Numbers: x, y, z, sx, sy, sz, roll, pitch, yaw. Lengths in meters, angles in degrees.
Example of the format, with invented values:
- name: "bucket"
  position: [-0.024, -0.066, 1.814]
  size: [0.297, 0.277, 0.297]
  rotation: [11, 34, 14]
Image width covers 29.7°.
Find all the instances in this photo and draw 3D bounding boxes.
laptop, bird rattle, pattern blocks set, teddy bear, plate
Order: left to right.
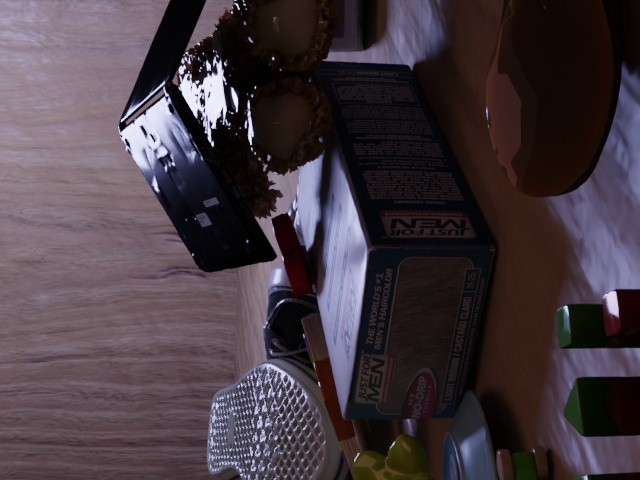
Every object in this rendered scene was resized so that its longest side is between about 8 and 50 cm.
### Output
- name: "laptop"
  position: [-0.094, -0.119, 1.110]
  size: [0.264, 0.136, 0.234]
  rotation: [60, 162, -6]
- name: "teddy bear"
  position: [-0.048, -0.147, 1.156]
  size: [0.338, 0.113, 0.245]
  rotation: [143, 122, -67]
- name: "pattern blocks set"
  position: [0.019, 0.153, 1.212]
  size: [0.285, 0.026, 0.325]
  rotation: [61, -169, -72]
- name: "bird rattle"
  position: [0.051, 0.296, 0.960]
  size: [0.207, 0.143, 0.253]
  rotation: [-128, 20, -57]
- name: "plate"
  position: [0.113, 0.209, 0.921]
  size: [0.188, 0.024, 0.188]
  rotation: [175, 90, -88]

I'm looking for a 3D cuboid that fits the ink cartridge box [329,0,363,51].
- name: "ink cartridge box"
  position: [0.034, -0.325, 1.468]
  size: [0.232, 0.066, 0.189]
  rotation: [-33, -56, -75]

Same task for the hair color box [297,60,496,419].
- name: "hair color box"
  position: [0.054, -0.014, 1.088]
  size: [0.347, 0.105, 0.174]
  rotation: [-103, 16, -57]

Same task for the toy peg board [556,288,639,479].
- name: "toy peg board"
  position: [0.157, 0.078, 0.488]
  size: [0.160, 0.079, 0.161]
  rotation: [118, 149, -74]

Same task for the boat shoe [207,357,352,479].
- name: "boat shoe"
  position: [-0.029, 0.253, 1.550]
  size: [0.500, 0.156, 0.187]
  rotation: [151, 126, -72]

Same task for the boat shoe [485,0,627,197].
- name: "boat shoe"
  position: [0.138, -0.127, 0.675]
  size: [0.073, 0.073, 0.207]
  rotation: [0, -87, -61]

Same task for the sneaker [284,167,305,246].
- name: "sneaker"
  position: [0.000, 0.000, 1.553]
  size: [0.132, 0.086, 0.229]
  rotation: [-103, 15, -46]

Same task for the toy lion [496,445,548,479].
- name: "toy lion"
  position: [0.139, 0.202, 0.806]
  size: [0.096, 0.034, 0.100]
  rotation: [87, 176, -49]

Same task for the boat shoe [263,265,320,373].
- name: "boat shoe"
  position: [-0.030, 0.125, 1.604]
  size: [0.301, 0.108, 0.102]
  rotation: [103, -177, -68]
